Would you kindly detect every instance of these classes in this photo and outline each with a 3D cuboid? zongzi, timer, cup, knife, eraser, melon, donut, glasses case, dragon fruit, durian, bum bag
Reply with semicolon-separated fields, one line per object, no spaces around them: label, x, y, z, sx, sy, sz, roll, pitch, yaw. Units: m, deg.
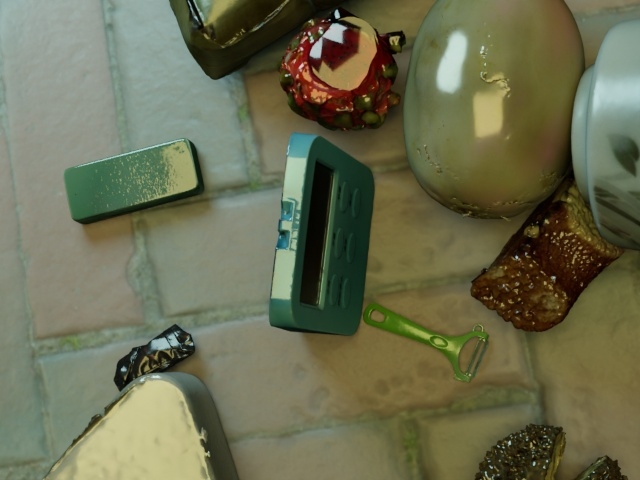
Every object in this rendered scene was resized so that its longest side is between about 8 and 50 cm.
zongzi;-0.055;-0.454;1.496;0.393;0.174;0.356;-27;77;4
timer;0.000;0.000;1.398;0.091;0.250;0.232;6;85;10
cup;0.398;-0.123;1.337;0.163;0.347;0.347;2;84;28
knife;0.134;0.120;1.481;0.166;0.022;0.078;23;82;9
eraser;-0.255;0.357;1.450;0.331;0.150;0.331;-1;84;5
melon;0.214;-0.177;1.398;0.223;0.223;0.317;7;78;9
donut;0.295;0.013;1.428;0.126;0.144;0.186;44;49;4
glasses case;-0.255;-0.080;1.550;0.184;0.039;0.078;-14;81;7
dragon fruit;0.032;-0.213;1.452;0.166;0.172;0.160;-17;90;2
durian;0.277;0.326;1.383;0.196;0.167;0.196;1;91;33
bum bag;-0.226;0.159;1.521;0.124;0.034;0.058;-28;55;4
